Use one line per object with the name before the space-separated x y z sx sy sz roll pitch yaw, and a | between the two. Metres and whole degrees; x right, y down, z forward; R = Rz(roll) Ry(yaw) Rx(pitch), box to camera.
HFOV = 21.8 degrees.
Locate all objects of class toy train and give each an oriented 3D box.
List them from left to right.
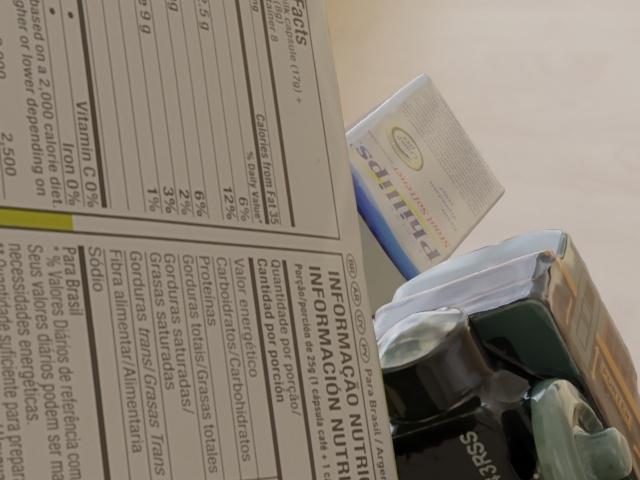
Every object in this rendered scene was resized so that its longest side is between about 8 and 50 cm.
toy train | 0.125 0.154 0.799 0.142 0.334 0.190 -22 20 25

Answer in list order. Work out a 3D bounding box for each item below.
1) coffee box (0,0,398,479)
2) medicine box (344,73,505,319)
coffee box | -0.203 0.048 0.619 0.337 0.334 0.338 -15 79 35
medicine box | 0.000 0.000 1.583 0.263 0.149 0.289 -33 5 30
